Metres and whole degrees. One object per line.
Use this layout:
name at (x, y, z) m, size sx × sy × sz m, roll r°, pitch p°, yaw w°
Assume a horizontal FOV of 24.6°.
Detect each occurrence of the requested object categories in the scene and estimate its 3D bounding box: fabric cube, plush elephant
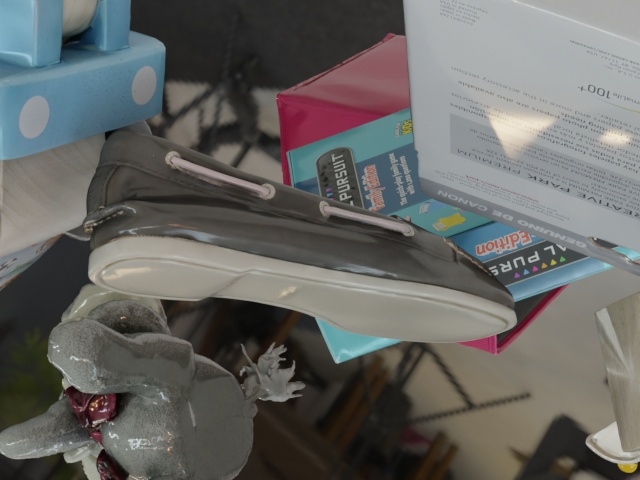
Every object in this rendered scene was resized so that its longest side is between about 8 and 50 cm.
fabric cube at (0.131, -0.064, 1.598) m, size 0.258 × 0.254 × 0.259 m, roll 13°, pitch 120°, yaw 31°
plush elephant at (-0.213, 0.186, 1.547) m, size 0.255 × 0.330 × 0.272 m, roll -6°, pitch 100°, yaw 39°

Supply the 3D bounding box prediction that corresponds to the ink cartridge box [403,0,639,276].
ink cartridge box at (0.213, -0.082, 0.843) m, size 0.309 × 0.130 × 0.272 m, roll 22°, pitch 160°, yaw 13°

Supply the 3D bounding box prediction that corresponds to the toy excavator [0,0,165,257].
toy excavator at (-0.199, -0.188, 0.926) m, size 0.432 × 0.222 × 0.445 m, roll 17°, pitch 114°, yaw 29°

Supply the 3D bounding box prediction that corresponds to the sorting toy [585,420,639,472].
sorting toy at (0.283, 0.159, 1.259) m, size 0.083 × 0.075 × 0.045 m, roll -40°, pitch 79°, yaw 31°

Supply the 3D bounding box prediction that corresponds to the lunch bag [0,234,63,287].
lunch bag at (-0.412, 0.029, 1.588) m, size 0.115 × 0.243 × 0.303 m, roll 51°, pitch 137°, yaw 0°

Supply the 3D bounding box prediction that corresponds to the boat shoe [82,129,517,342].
boat shoe at (0.000, 0.000, 0.988) m, size 0.335 × 0.096 × 0.112 m, roll 12°, pitch 157°, yaw -33°

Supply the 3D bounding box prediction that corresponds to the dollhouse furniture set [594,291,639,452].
dollhouse furniture set at (0.258, 0.079, 0.726) m, size 0.183 × 0.129 × 0.129 m, roll 2°, pitch 160°, yaw -30°

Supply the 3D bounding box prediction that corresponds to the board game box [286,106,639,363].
board game box at (0.147, -0.047, 1.223) m, size 0.254 × 0.336 × 0.079 m, roll -98°, pitch -13°, yaw -61°
